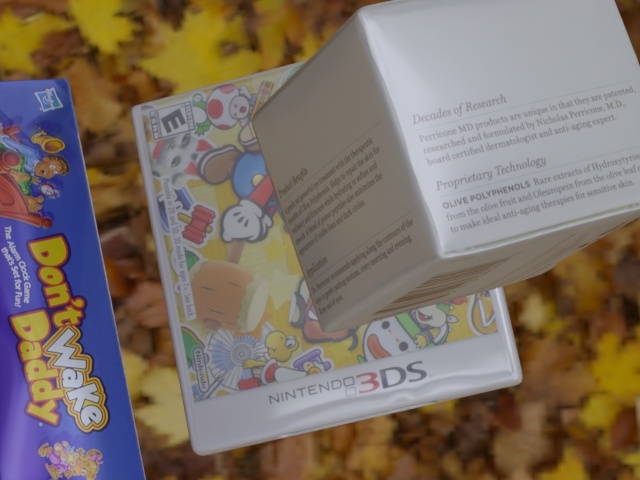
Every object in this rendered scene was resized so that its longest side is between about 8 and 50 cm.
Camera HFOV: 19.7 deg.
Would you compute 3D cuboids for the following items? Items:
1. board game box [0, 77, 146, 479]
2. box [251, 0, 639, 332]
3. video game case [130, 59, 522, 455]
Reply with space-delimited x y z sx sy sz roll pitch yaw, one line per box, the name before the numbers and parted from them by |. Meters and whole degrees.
board game box | -0.176 0.114 1.041 0.078 0.233 0.347 -6 73 -25
box | 0.047 -0.030 0.632 0.102 0.101 0.087 -15 79 -26
video game case | 0.000 0.000 1.134 0.026 0.206 0.227 41 36 -73
